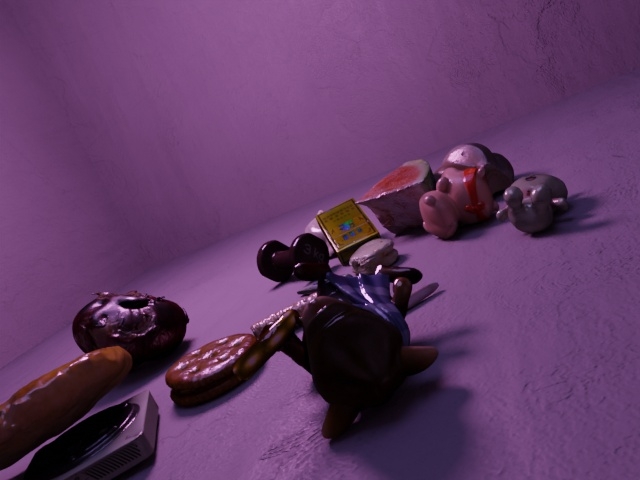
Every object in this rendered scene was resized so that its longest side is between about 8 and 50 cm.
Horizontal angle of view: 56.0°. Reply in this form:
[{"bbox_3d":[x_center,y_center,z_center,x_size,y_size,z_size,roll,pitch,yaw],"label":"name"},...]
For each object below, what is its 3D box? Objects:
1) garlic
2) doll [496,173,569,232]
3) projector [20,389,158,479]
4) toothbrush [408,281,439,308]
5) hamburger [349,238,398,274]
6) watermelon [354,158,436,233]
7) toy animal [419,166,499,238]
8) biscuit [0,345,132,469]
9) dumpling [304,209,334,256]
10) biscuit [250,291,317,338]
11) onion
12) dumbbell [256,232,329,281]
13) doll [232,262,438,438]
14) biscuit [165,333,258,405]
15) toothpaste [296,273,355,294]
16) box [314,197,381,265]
[{"bbox_3d":[0.459,-0.177,1.834,0.237,0.210,0.292,-62,23,-8],"label":"garlic"},{"bbox_3d":[0.481,-0.088,1.365,0.155,0.113,0.275,-10,9,26],"label":"doll"},{"bbox_3d":[-0.442,0.397,1.148,0.257,0.079,0.259,-29,11,-10],"label":"projector"},{"bbox_3d":[0.111,0.160,1.200,0.307,0.025,0.029,-28,3,-16],"label":"toothbrush"},{"bbox_3d":[0.141,0.042,1.607,0.133,0.062,0.140,-29,14,-16],"label":"hamburger"},{"bbox_3d":[0.244,-0.140,1.783,0.231,0.193,0.310,-49,29,6],"label":"watermelon"},{"bbox_3d":[0.358,-0.102,1.566,0.198,0.171,0.171,-29,11,-7],"label":"toy animal"},{"bbox_3d":[-0.559,0.352,1.187,0.429,0.104,0.446,-33,-4,-23],"label":"biscuit"},{"bbox_3d":[0.000,0.000,2.015,0.151,0.124,0.229,-62,21,22],"label":"dumpling"},{"bbox_3d":[-0.059,0.177,1.425,0.219,0.055,0.061,-25,-25,-4],"label":"biscuit"},{"bbox_3d":[-0.527,0.258,1.690,0.314,0.232,0.314,-3,6,0],"label":"onion"},{"bbox_3d":[-0.087,0.056,1.850,0.225,0.140,0.124,-11,56,50],"label":"dumbbell"},{"bbox_3d":[0.033,0.140,0.975,0.318,0.209,0.339,-27,13,5],"label":"doll"},{"bbox_3d":[-0.231,0.276,1.308,0.221,0.066,0.220,-21,12,5],"label":"biscuit"},{"bbox_3d":[0.021,0.117,1.592,0.060,0.038,0.233,-28,8,-36],"label":"toothpaste"},{"bbox_3d":[0.085,-0.031,1.848,0.141,0.064,0.220,-26,36,-4],"label":"box"}]
